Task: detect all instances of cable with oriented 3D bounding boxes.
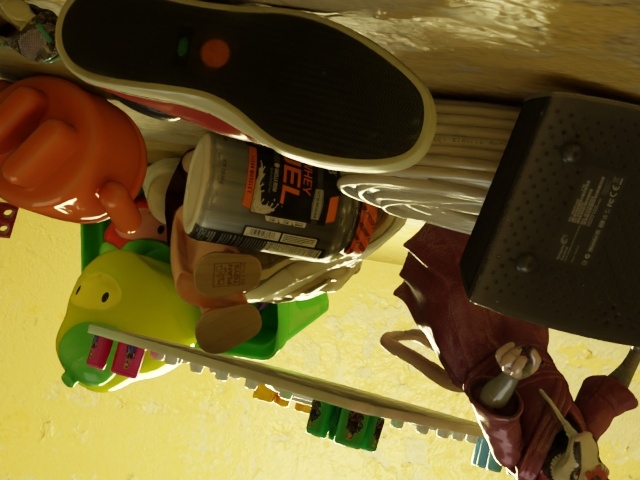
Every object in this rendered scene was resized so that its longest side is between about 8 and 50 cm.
[{"bbox_3d":[0.146,-0.053,1.218,0.257,0.089,0.257,13,176,-34],"label":"cable"}]

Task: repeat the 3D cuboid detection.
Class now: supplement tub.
[{"bbox_3d":[-0.042,-0.043,1.609,0.190,0.117,0.117,10,176,-16],"label":"supplement tub"}]

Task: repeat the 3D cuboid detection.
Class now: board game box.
[{"bbox_3d":[-0.008,0.184,1.722,0.390,0.050,0.390,13,176,36],"label":"board game box"}]

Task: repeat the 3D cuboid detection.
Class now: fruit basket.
[{"bbox_3d":[-0.209,0.043,2.024,0.392,0.283,0.392,0,-173,0],"label":"fruit basket"}]

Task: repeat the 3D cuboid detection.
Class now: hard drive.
[{"bbox_3d":[0.226,-0.012,1.092,0.255,0.172,0.054,12,-163,-29],"label":"hard drive"}]

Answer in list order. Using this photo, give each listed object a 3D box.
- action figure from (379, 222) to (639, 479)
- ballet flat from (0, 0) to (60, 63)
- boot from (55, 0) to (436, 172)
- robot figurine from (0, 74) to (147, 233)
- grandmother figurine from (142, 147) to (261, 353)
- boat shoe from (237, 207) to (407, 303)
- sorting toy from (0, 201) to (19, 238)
[{"bbox_3d":[0.182,0.145,1.547,0.248,0.370,0.275,9,133,-36],"label":"action figure"},{"bbox_3d":[-0.204,-0.149,1.021,0.041,0.041,0.114,12,-171,-36],"label":"ballet flat"},{"bbox_3d":[-0.041,-0.100,1.014,0.244,0.088,0.176,17,177,4],"label":"boot"},{"bbox_3d":[-0.239,-0.081,1.433,0.158,0.128,0.219,8,176,15],"label":"robot figurine"},{"bbox_3d":[-0.147,-0.013,1.780,0.104,0.208,0.342,2,-158,-18],"label":"grandmother figurine"},{"bbox_3d":[0.000,0.000,1.806,0.103,0.113,0.302,21,150,-40],"label":"boat shoe"},{"bbox_3d":[-0.471,-0.077,1.782,0.274,0.132,0.046,6,-150,-24],"label":"sorting toy"}]
